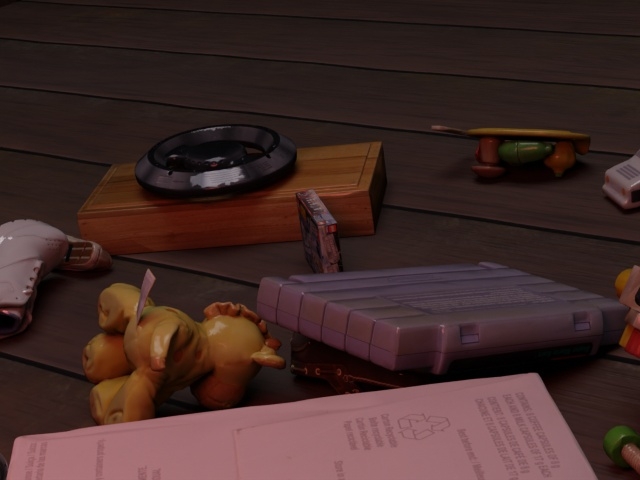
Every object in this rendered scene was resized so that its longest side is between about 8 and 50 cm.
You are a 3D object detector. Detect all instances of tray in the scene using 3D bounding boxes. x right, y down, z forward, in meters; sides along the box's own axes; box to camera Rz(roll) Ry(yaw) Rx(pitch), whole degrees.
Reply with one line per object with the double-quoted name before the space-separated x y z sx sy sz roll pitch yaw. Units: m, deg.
"tray" -0.120 -0.063 2.193 0.411 0.076 0.203 -5 22 10

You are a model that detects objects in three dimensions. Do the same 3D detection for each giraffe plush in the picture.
"giraffe plush" -0.138 0.120 1.643 0.170 0.210 0.181 7 45 -30

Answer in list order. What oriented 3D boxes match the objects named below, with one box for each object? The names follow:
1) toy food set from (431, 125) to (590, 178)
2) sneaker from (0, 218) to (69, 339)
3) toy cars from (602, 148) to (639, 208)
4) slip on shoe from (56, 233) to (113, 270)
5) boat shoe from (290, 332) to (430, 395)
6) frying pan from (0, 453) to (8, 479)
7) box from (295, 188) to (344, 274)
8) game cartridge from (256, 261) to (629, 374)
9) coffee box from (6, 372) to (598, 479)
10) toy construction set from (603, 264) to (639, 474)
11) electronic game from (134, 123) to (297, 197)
"toy food set" 0.279 -0.123 2.219 0.218 0.071 0.128 4 1 24
"sneaker" -0.409 0.071 1.961 0.129 0.111 0.297 19 35 21
"toy cars" 0.566 -0.099 2.010 0.393 0.087 0.176 4 24 28
"slip on shoe" -0.338 0.019 2.115 0.135 0.051 0.041 2 -17 44
"boat shoe" 0.041 0.137 1.646 0.073 0.073 0.207 14 2 -37
"frying pan" -0.466 0.274 1.510 0.326 0.053 0.197 -13 22 -7
"box" 0.000 0.000 1.962 0.027 0.094 0.137 -13 23 -9
"game cartridge" 0.138 0.080 1.647 0.355 0.068 0.230 -3 18 -40
"coffee box" 0.006 0.309 0.868 0.338 0.334 0.337 -7 21 -3
"toy construction set" 0.377 0.035 1.497 0.257 0.309 0.237 -4 16 -12
"electronic game" -0.147 -0.111 2.156 0.229 0.048 0.229 -6 23 2
